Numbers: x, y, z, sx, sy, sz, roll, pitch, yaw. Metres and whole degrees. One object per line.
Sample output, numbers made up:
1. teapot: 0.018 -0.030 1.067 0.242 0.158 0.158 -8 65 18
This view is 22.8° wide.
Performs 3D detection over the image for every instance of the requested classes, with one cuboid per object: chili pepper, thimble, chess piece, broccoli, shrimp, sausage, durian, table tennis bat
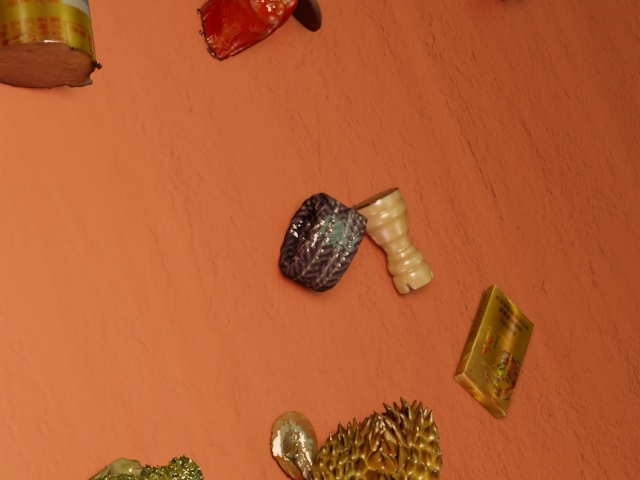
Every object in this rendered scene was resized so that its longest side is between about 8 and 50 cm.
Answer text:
1. chili pepper: -0.081 -0.264 1.837 0.070 0.123 0.073 33 49 -31
2. thimble: -0.001 0.002 1.817 0.066 0.095 0.104 30 88 -20
3. chess piece: 0.090 0.002 1.930 0.066 0.066 0.122 -33 101 -47
4. broccoli: -0.168 0.270 1.501 0.162 0.146 0.138 2 35 -26
5. shrimp: -0.026 0.239 1.729 0.059 0.023 0.108 1 71 -35
6. sausage: -0.313 -0.311 1.642 0.125 0.117 0.317 -4 70 -22
7. durian: 0.055 0.280 1.738 0.144 0.139 0.252 4 55 -3
8. table tennis bat: -0.039 -0.318 1.852 0.022 0.246 0.138 -37 84 -7

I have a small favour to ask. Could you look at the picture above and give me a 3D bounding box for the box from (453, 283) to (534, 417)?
1. box: 0.223 0.140 2.020 0.089 0.022 0.156 44 46 -20
